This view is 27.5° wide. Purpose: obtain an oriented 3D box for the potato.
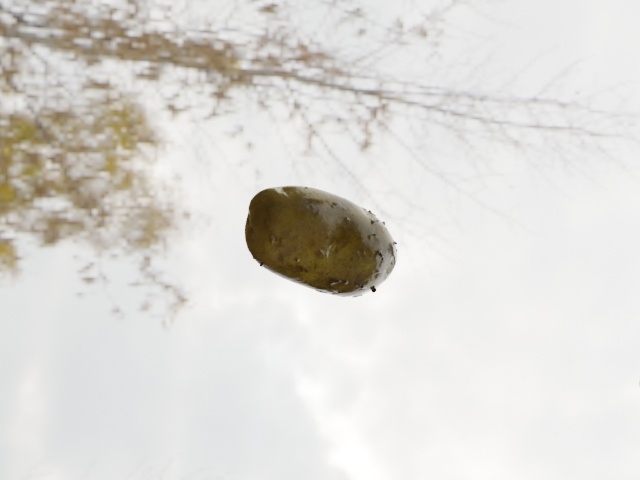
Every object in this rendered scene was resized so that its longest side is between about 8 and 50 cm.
[{"bbox_3d":[0.000,0.000,0.672,0.040,0.083,0.051,-116,-130,-76],"label":"potato"}]
